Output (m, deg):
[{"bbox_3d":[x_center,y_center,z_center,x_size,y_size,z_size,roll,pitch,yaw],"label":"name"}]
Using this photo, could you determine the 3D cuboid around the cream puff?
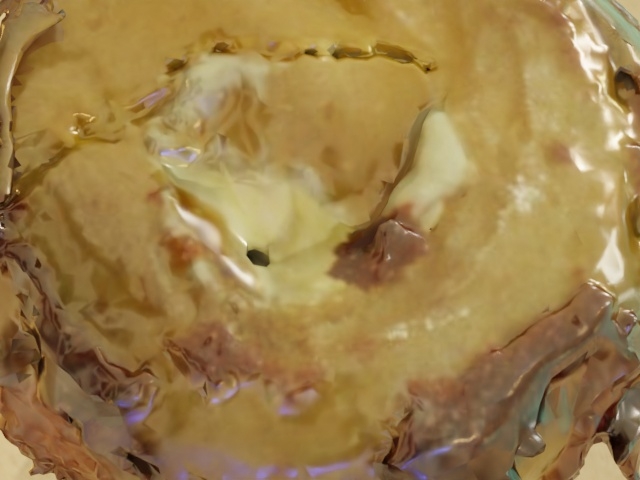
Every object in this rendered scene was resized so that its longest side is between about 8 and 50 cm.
[{"bbox_3d":[-0.001,0.005,0.792,0.351,0.228,0.350,0,69,-1],"label":"cream puff"}]
